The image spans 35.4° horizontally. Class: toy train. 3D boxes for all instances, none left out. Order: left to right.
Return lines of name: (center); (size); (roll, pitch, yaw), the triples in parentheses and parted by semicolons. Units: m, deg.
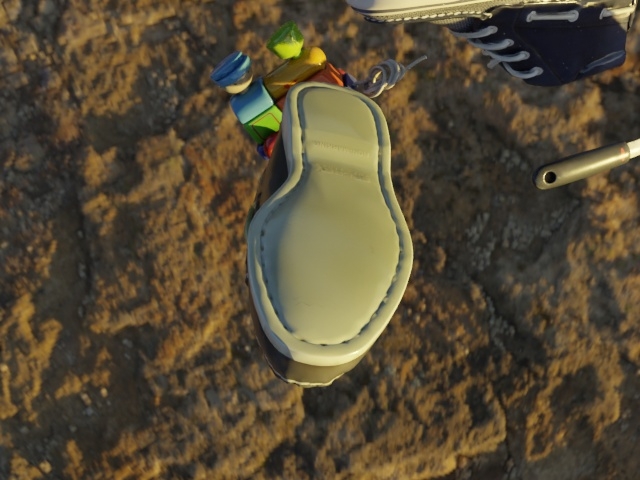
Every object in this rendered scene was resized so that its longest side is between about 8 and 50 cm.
toy train: (-0.008, -0.220, 1.269); (0.248, 0.143, 0.105); (-31, 29, 19)

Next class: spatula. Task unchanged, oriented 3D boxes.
spatula: (0.369, -0.112, 1.172); (0.296, 0.084, 0.030); (-19, 19, -22)

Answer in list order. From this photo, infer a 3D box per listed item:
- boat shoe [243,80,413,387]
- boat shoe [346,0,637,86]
boat shoe: (0.000, 0.000, 0.532); (0.081, 0.069, 0.228); (15, 37, -6)
boat shoe: (0.188, -0.227, 1.043); (0.340, 0.158, 0.127); (-13, 31, -16)
